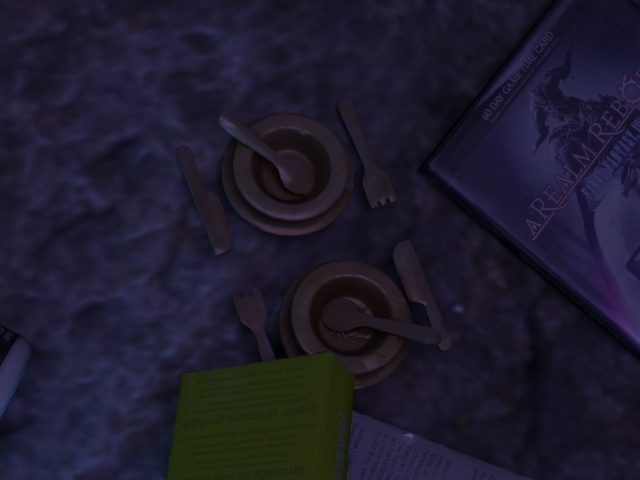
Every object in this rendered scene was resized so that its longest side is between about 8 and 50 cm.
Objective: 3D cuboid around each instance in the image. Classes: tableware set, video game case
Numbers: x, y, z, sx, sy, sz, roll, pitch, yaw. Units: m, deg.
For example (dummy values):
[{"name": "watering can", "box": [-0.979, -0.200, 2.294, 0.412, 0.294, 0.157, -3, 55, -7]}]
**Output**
[{"name": "tableware set", "box": [0.000, 0.000, 0.979, 0.128, 0.039, 0.194, -18, 74, -15]}, {"name": "video game case", "box": [0.230, -0.033, 1.060, 0.274, 0.026, 0.196, 40, 74, -4]}]

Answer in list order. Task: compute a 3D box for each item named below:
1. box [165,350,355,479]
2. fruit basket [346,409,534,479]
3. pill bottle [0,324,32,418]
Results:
[{"name": "box", "box": [-0.040, 0.156, 0.891, 0.109, 0.042, 0.178, -11, 55, 26]}, {"name": "fruit basket", "box": [0.045, 0.282, 0.914, 0.353, 0.165, 0.327, 18, 68, 13]}, {"name": "pill bottle", "box": [-0.270, 0.064, 0.892, 0.184, 0.103, 0.103, 28, 75, -7]}]
